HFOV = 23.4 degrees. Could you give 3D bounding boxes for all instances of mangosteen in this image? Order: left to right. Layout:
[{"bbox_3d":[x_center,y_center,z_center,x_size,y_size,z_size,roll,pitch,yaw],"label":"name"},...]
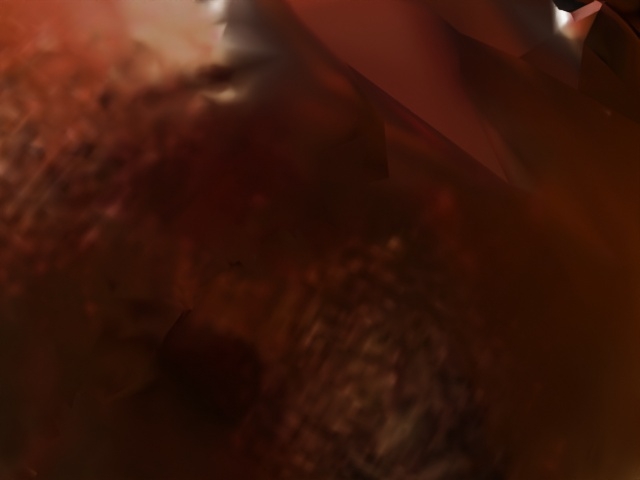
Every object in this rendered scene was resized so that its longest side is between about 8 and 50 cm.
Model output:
[{"bbox_3d":[-0.007,0.020,0.577,0.421,0.381,0.381,-28,-58,-33],"label":"mangosteen"}]
